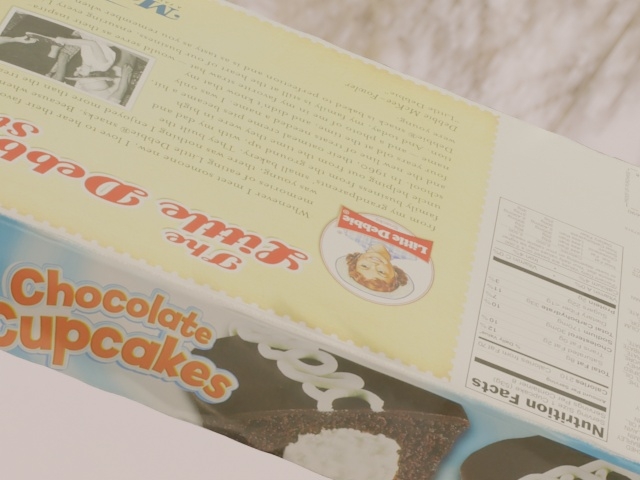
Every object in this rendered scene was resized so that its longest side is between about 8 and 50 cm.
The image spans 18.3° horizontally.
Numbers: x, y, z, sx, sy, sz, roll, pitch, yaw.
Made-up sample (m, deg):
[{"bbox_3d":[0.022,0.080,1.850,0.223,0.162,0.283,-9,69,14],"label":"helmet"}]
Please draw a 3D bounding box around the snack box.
[{"bbox_3d":[0.000,0.000,0.727,0.321,0.060,0.187,22,-145,-3],"label":"snack box"}]
